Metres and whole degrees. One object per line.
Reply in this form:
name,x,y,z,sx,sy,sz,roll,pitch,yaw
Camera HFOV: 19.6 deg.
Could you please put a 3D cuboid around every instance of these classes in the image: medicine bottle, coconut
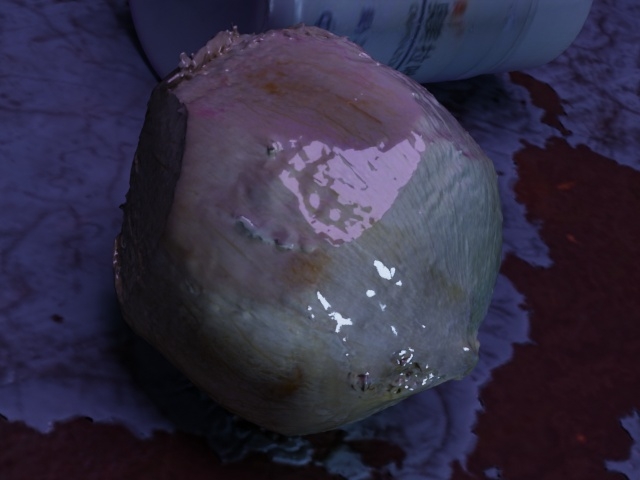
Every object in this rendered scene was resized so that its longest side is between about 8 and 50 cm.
medicine bottle,0.028,-0.165,1.108,0.254,0.152,0.152,-8,49,-35
coconut,-0.001,0.003,0.881,0.194,0.194,0.194,15,39,-13
